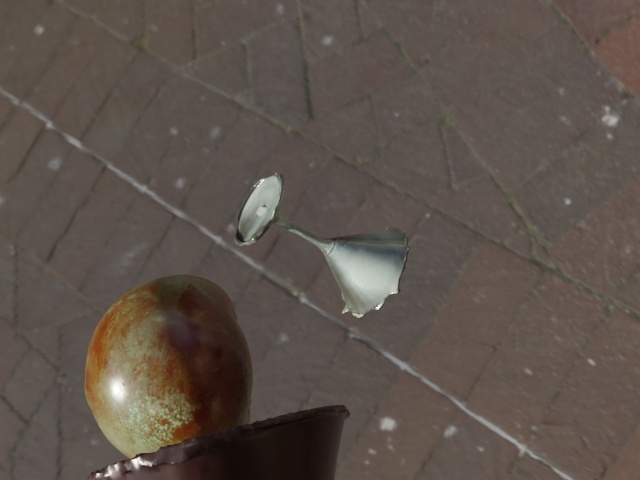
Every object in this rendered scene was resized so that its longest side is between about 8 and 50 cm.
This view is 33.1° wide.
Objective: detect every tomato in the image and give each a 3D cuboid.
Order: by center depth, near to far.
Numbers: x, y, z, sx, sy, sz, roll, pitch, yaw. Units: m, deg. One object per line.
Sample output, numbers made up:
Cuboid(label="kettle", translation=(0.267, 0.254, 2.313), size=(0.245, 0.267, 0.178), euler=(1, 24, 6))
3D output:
Cuboid(label="tomato", translation=(-0.213, 0.186, 1.487), size=(0.222, 0.270, 0.270), euler=(-9, 60, -12))

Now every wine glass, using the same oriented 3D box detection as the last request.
Cuboid(label="wine glass", translation=(0.000, 0.000, 1.239), size=(0.122, 0.183, 0.122), euler=(-40, 34, 35))

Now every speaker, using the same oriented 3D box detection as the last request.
Cuboid(label="speaker", translation=(-0.077, 0.302, 0.763), size=(0.259, 0.198, 0.330), euler=(-12, 78, 14))
